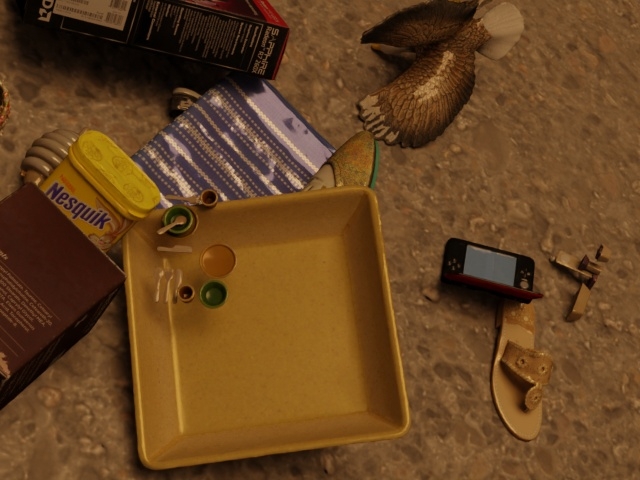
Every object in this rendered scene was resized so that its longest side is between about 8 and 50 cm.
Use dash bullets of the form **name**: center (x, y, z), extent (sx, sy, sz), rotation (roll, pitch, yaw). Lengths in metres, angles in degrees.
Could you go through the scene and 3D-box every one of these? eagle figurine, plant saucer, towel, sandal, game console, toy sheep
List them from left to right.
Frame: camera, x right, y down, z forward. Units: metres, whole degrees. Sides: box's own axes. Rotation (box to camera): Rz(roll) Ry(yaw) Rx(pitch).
- **toy sheep**: center (-0.342, -0.103, 1.591), extent (0.091, 0.091, 0.132), rotation (42, 55, -2)
- **towel**: center (-0.123, -0.082, 1.703), extent (0.243, 0.040, 0.336), rotation (46, 56, -4)
- **plant saucer**: center (-0.072, 0.112, 1.538), extent (0.333, 0.081, 0.332), rotation (-7, 72, -1)
- **eagle figurine**: center (0.177, -0.314, 1.968), extent (0.226, 0.225, 0.298), rotation (43, 38, -13)
- **game console**: center (0.263, 0.040, 1.836), extent (0.144, 0.085, 0.124), rotation (15, 53, -2)
- **sandal**: center (0.310, 0.173, 1.807), extent (0.088, 0.079, 0.240), rotation (17, 55, -21)

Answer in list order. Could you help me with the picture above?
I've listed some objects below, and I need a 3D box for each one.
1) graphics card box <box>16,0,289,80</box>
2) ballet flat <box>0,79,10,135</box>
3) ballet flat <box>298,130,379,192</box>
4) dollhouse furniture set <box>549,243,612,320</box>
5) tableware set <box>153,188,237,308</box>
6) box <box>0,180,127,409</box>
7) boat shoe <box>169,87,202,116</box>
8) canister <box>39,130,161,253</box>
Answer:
- **graphics card box**: center (-0.249, -0.346, 1.730), extent (0.371, 0.094, 0.233), rotation (9, 27, -24)
- **ballet flat**: center (-0.465, -0.122, 1.538), extent (0.091, 0.077, 0.241), rotation (27, 52, -14)
- **ballet flat**: center (0.000, 0.000, 1.664), extent (0.123, 0.123, 0.348), rotation (16, 76, -22)
- **dollhouse furniture set**: center (0.401, 0.060, 1.939), extent (0.081, 0.091, 0.114), rotation (26, 53, 5)
- **tableware set**: center (-0.155, 0.010, 1.519), extent (0.104, 0.024, 0.154), rotation (4, 71, 2)
- **box**: center (-0.371, 0.076, 1.410), extent (0.167, 0.168, 0.203), rotation (44, 50, 2)
- **boat shoe**: center (-0.163, -0.183, 1.772), extent (0.125, 0.046, 0.038), rotation (24, 65, -28)
- **canister**: center (-0.299, -0.036, 1.512), extent (0.126, 0.170, 0.073), rotation (45, 27, -3)
